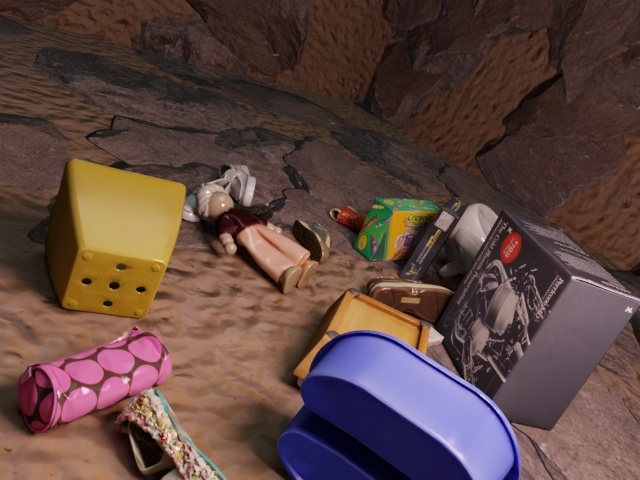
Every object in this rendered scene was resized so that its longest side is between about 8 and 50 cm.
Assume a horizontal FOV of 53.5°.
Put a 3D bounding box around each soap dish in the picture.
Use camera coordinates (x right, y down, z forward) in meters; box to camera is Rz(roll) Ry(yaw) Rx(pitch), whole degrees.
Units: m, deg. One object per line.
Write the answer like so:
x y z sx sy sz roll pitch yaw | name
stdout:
0.095 0.213 1.205 0.229 0.118 0.291 25 21 5 | soap dish

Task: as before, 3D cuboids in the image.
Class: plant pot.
-0.363 0.016 1.118 0.212 0.212 0.187 12 38 -26 | plant pot

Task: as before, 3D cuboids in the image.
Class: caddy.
0.108 0.281 0.902 0.341 0.241 0.179 32 30 20 | caddy

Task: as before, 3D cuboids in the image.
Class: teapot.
0.461 0.024 1.939 0.256 0.187 0.252 27 42 -40 | teapot

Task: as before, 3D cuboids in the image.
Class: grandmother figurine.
-0.162 -0.019 1.491 0.342 0.104 0.208 38 17 19 | grandmother figurine

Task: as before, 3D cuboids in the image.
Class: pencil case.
-0.315 0.189 0.892 0.209 0.095 0.098 -13 76 -59 | pencil case

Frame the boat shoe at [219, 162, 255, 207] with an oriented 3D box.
-0.242 -0.157 1.786 0.084 0.095 0.258 11 14 -19 | boat shoe

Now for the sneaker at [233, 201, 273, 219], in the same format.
-0.193 -0.060 1.648 0.170 0.051 0.089 6 27 -27 | sneaker

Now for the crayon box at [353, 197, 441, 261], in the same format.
0.238 -0.032 1.851 0.278 0.165 0.081 -2 33 -46 | crayon box

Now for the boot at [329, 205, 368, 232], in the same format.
0.095 -0.059 1.928 0.085 0.059 0.158 0 23 -39 | boot

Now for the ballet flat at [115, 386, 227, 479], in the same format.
-0.189 0.290 0.822 0.077 0.091 0.241 -30 46 -27 | ballet flat

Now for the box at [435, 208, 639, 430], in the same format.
0.443 0.162 1.365 0.179 0.343 0.312 17 22 -19 | box

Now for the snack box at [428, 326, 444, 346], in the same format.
0.203 0.217 1.432 0.178 0.022 0.064 0 32 -45 | snack box

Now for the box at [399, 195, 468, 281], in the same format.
0.318 -0.003 1.772 0.059 0.232 0.183 34 24 11 | box

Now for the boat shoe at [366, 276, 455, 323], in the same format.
0.234 0.134 1.564 0.257 0.095 0.095 15 17 -20 | boat shoe

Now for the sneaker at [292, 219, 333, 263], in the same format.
0.000 0.000 1.673 0.086 0.064 0.192 4 25 -29 | sneaker

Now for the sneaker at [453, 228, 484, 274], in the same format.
0.427 0.121 1.679 0.135 0.150 0.366 28 25 -40 | sneaker

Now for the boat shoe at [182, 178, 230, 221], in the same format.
-0.298 -0.115 1.629 0.083 0.076 0.226 25 22 4 | boat shoe
